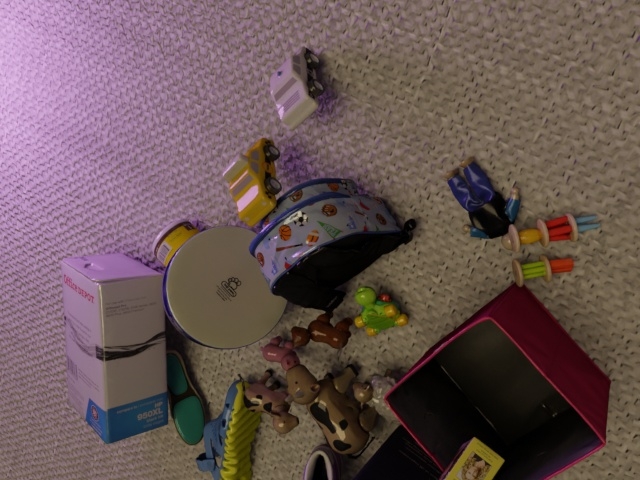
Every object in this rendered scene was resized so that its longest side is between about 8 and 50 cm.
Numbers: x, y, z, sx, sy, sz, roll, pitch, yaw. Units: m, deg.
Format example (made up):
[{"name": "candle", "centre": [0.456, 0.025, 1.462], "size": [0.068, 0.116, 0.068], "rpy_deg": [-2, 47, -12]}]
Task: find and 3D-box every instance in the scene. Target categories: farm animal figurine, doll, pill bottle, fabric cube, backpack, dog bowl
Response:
[{"name": "farm animal figurine", "centre": [-0.015, 0.333, 1.274], "size": [0.327, 0.172, 0.330], "rpy_deg": [42, 126, 8]}, {"name": "doll", "centre": [0.313, -0.064, 1.116], "size": [0.129, 0.046, 0.189], "rpy_deg": [-36, 82, 29]}, {"name": "pill bottle", "centre": [-0.287, 0.057, 1.414], "size": [0.215, 0.117, 0.117], "rpy_deg": [43, 116, 14]}, {"name": "fabric cube", "centre": [0.318, 0.261, 1.056], "size": [0.259, 0.258, 0.254], "rpy_deg": [50, 118, 11]}, {"name": "backpack", "centre": [0.000, 0.000, 1.168], "size": [0.276, 0.263, 0.213], "rpy_deg": [-46, 71, 27]}, {"name": "dog bowl", "centre": [-0.204, 0.103, 1.296], "size": [0.264, 0.265, 0.104], "rpy_deg": [69, 161, 1]}]

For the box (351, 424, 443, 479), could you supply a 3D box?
[{"name": "box", "centre": [0.165, 0.560, 1.098], "size": [0.294, 0.395, 0.211], "rpy_deg": [34, 102, 19]}]

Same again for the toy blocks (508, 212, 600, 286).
[{"name": "toy blocks", "centre": [0.419, 0.015, 1.066], "size": [0.148, 0.054, 0.123], "rpy_deg": [-11, 112, 5]}]

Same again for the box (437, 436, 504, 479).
[{"name": "box", "centre": [0.177, 0.404, 0.885], "size": [0.058, 0.087, 0.232], "rpy_deg": [36, 69, 17]}]

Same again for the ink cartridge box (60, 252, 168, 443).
[{"name": "ink cartridge box", "centre": [-0.516, 0.250, 1.494], "size": [0.286, 0.166, 0.394], "rpy_deg": [15, 108, 49]}]

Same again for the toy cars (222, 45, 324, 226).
[{"name": "toy cars", "centre": [-0.100, -0.222, 1.176], "size": [0.176, 0.087, 0.393], "rpy_deg": [12, 77, 55]}]

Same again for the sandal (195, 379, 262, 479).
[{"name": "sandal", "centre": [-0.234, 0.480, 1.468], "size": [0.138, 0.126, 0.317], "rpy_deg": [21, 107, 27]}]

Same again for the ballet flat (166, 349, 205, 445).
[{"name": "ballet flat", "centre": [-0.356, 0.400, 1.542], "size": [0.086, 0.086, 0.248], "rpy_deg": [-17, 88, 29]}]

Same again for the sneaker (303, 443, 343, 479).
[{"name": "sneaker", "centre": [0.000, 0.589, 1.285], "size": [0.102, 0.161, 0.281], "rpy_deg": [-6, 74, 6]}]

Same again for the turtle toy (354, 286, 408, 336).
[{"name": "turtle toy", "centre": [0.116, 0.141, 1.229], "size": [0.095, 0.130, 0.066], "rpy_deg": [-23, 48, 24]}]
